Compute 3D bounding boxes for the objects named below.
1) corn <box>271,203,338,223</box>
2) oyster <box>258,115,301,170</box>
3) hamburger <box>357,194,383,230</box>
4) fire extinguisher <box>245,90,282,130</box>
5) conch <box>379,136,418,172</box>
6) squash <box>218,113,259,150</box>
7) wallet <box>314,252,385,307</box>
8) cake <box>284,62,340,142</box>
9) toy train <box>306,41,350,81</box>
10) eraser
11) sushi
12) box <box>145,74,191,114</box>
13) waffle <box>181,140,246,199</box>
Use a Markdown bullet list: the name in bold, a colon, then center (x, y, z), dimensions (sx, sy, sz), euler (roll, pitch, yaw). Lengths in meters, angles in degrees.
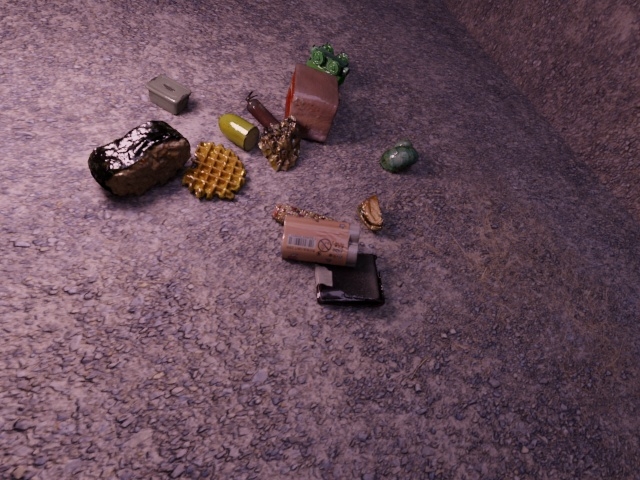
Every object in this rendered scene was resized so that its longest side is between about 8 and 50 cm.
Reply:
- **corn**: center (-0.057, -0.080, 1.627), dimensions (0.280, 0.092, 0.092), euler (19, 53, -6)
- **oyster**: center (-0.167, -0.430, 1.804), dimensions (0.214, 0.083, 0.223), euler (-31, 95, -23)
- **hamburger**: center (0.205, -0.116, 1.759), dimensions (0.102, 0.087, 0.176), euler (-5, 66, -8)
- **fire extinguisher**: center (-0.272, -0.603, 1.912), dimensions (0.089, 0.072, 0.268), euler (-39, 75, -14)
- **conch**: center (0.402, -0.428, 2.016), dimensions (0.175, 0.122, 0.188), euler (15, 45, 21)
- **squash**: center (-0.372, -0.489, 1.776), dimensions (0.186, 0.123, 0.123), euler (32, 52, 7)
- **wallet**: center (0.110, 0.145, 1.555), dimensions (0.262, 0.071, 0.221), euler (3, 57, -10)
- **cake**: center (-0.048, -0.666, 1.942), dimensions (0.230, 0.237, 0.309), euler (10, 52, -17)
- **toy train**: center (0.037, -0.938, 2.182), dimensions (0.243, 0.188, 0.132), euler (35, 54, 7)
- **eraser**: center (0.000, 0.000, 1.543), dimensions (0.290, 0.087, 0.171), euler (7, 81, 1)
- **sushi**: center (-0.660, -0.295, 1.486), dimensions (0.350, 0.211, 0.171), euler (-35, 78, -29)
- **box**: center (-0.669, -0.640, 1.781), dimensions (0.172, 0.093, 0.124), euler (31, 53, 2)
- **waffle**: center (-0.442, -0.290, 1.646), dimensions (0.283, 0.065, 0.309), euler (-24, 67, -32)
